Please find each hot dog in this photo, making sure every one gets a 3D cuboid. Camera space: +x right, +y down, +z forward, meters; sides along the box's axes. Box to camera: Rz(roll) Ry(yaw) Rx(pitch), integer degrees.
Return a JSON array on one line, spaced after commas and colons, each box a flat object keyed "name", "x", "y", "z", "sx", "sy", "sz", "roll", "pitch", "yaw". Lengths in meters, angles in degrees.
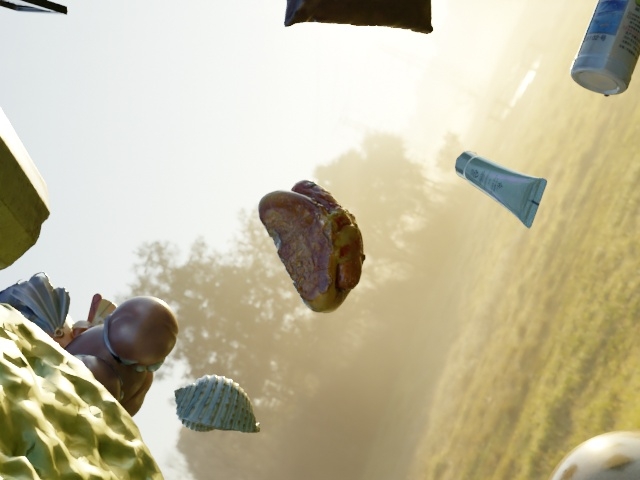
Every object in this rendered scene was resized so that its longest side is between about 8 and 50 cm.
[{"name": "hot dog", "x": 0.000, "y": 0.000, "z": 1.648, "sx": 0.153, "sy": 0.257, "sz": 0.150, "roll": -30, "pitch": -10, "yaw": 15}]

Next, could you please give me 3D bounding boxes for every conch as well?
[{"name": "conch", "x": -0.181, "y": 0.287, "z": 1.507, "sx": 0.135, "sy": 0.153, "sz": 0.102, "roll": -68, "pitch": -20, "yaw": -89}]

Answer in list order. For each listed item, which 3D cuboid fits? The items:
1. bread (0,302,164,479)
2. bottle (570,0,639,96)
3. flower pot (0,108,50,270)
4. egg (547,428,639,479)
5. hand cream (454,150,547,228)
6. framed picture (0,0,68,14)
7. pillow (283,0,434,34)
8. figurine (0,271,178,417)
[{"name": "bread", "x": -0.251, "y": 0.187, "z": 0.407, "sx": 0.307, "sy": 0.348, "sz": 0.348, "roll": -40, "pitch": -1, "yaw": 8}, {"name": "bottle", "x": 0.305, "y": -0.248, "z": 0.836, "sx": 0.060, "sy": 0.060, "sz": 0.217, "roll": 81, "pitch": -147, "yaw": -82}, {"name": "flower pot", "x": -0.374, "y": -0.064, "z": 0.835, "sx": 0.203, "sy": 0.212, "sz": 0.212, "roll": 75, "pitch": -144, "yaw": -56}, {"name": "egg", "x": 0.329, "y": 0.307, "z": 0.797, "sx": 0.322, "sy": 0.250, "sz": 0.250, "roll": -118, "pitch": 48, "yaw": -64}, {"name": "hand cream", "x": 0.281, "y": -0.090, "z": 1.356, "sx": 0.205, "sy": 0.049, "sz": 0.078, "roll": 44, "pitch": 120, "yaw": 57}, {"name": "framed picture", "x": -0.540, "y": -0.386, "z": 1.308, "sx": 0.265, "sy": 0.192, "sz": 0.018, "roll": 9, "pitch": -82, "yaw": -44}, {"name": "pillow", "x": 0.082, "y": -0.527, "z": 1.546, "sx": 0.108, "sy": 0.305, "sz": 0.308, "roll": -156, "pitch": 67, "yaw": -65}, {"name": "figurine", "x": -0.459, "y": 0.203, "z": 1.627, "sx": 0.277, "sy": 0.388, "sz": 0.248, "roll": -49, "pitch": -33, "yaw": -29}]
